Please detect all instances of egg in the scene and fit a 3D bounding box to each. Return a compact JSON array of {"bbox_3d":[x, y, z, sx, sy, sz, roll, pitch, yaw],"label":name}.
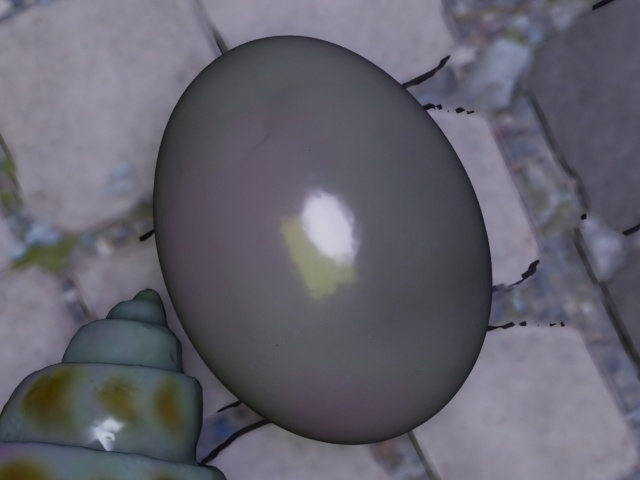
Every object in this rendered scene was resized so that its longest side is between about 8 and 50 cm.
[{"bbox_3d":[0.000,0.000,0.496,0.103,0.103,0.135,-23,93,5],"label":"egg"}]

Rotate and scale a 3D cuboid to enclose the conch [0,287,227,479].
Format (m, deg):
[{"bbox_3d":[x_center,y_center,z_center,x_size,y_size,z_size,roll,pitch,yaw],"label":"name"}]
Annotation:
[{"bbox_3d":[-0.104,0.208,0.481,0.249,0.197,0.368,33,92,-37],"label":"conch"}]
